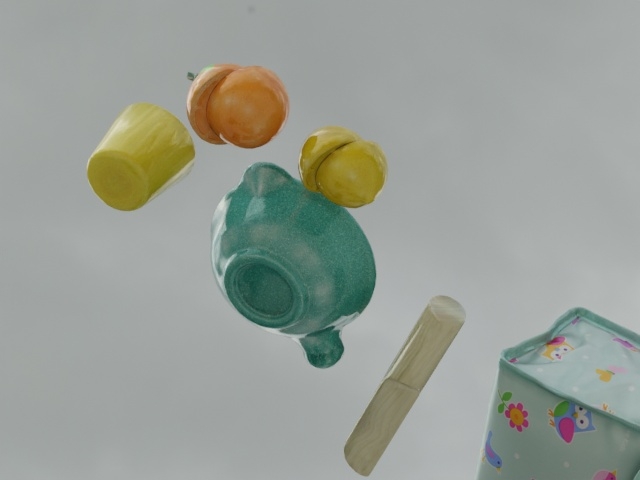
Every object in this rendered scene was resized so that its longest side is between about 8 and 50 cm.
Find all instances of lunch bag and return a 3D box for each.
[{"bbox_3d":[0.263,0.214,1.579,0.160,0.262,0.223,-25,-46,-46],"label":"lunch bag"}]

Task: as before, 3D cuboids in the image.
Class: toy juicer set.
[{"bbox_3d":[0.000,0.000,1.400,0.329,0.089,0.209,48,-50,-8],"label":"toy juicer set"}]
